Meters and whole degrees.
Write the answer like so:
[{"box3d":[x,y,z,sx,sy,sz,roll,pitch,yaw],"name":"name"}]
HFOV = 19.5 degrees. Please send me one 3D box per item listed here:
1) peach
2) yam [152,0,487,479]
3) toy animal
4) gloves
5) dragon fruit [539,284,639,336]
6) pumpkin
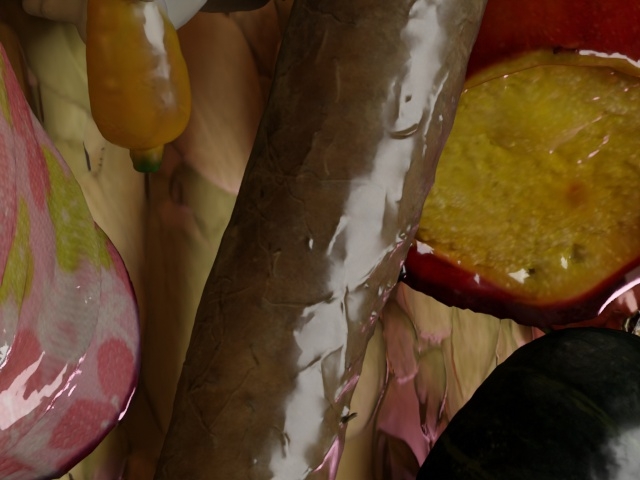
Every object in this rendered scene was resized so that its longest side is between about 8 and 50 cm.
[{"box3d":[0.093,-0.055,0.847,0.226,0.190,0.196,-36,127,-70],"name":"peach"},{"box3d":[0.000,0.000,0.685,0.081,0.081,0.357,44,56,-53],"name":"yam"},{"box3d":[-0.049,-0.107,0.652,0.131,0.127,0.182,54,-21,12],"name":"toy animal"},{"box3d":[-0.132,-0.027,0.436,0.241,0.126,0.145,56,39,-57],"name":"gloves"},{"box3d":[0.161,0.023,1.106,0.116,0.086,0.081,55,-27,25],"name":"dragon fruit"},{"box3d":[0.114,0.121,0.891,0.167,0.125,0.167,18,90,-73],"name":"pumpkin"}]
